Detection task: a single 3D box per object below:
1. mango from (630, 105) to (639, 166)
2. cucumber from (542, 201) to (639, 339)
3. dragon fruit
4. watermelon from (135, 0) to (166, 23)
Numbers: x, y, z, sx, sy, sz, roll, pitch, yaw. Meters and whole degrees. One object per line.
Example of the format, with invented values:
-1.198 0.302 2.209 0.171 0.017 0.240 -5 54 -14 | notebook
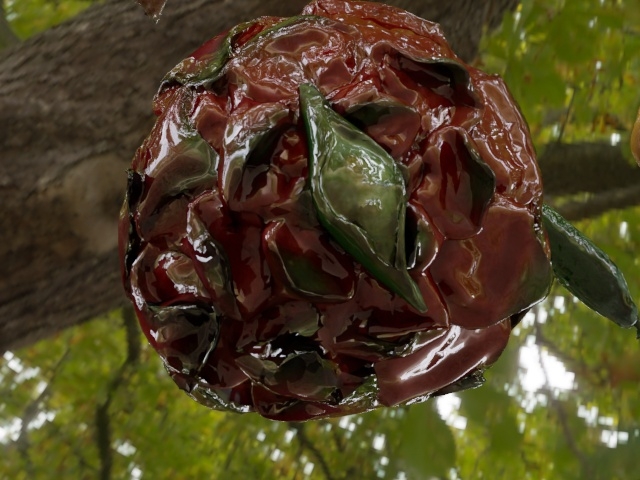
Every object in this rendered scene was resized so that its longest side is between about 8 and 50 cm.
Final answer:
0.396 -0.081 1.275 0.219 0.145 0.112 18 -98 -2 | mango
0.164 0.008 0.921 0.155 0.037 0.037 41 -59 -8 | cucumber
0.000 0.000 0.730 0.234 0.233 0.293 22 -22 2 | dragon fruit
-0.180 -0.311 1.154 0.140 0.193 0.256 -23 -63 16 | watermelon
